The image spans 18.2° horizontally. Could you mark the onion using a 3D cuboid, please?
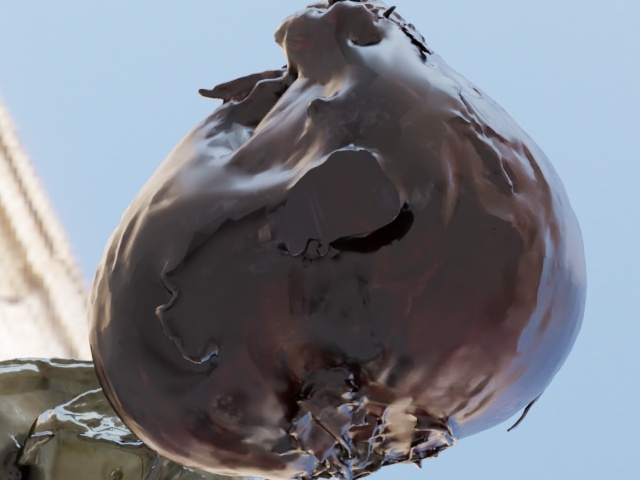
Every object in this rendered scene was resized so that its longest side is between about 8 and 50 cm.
[{"bbox_3d":[0.004,0.020,1.090,0.281,0.221,0.281,-1,-96,7],"label":"onion"}]

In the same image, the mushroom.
[{"bbox_3d":[-0.160,0.180,1.378,0.267,0.164,0.190,3,-68,10],"label":"mushroom"}]
